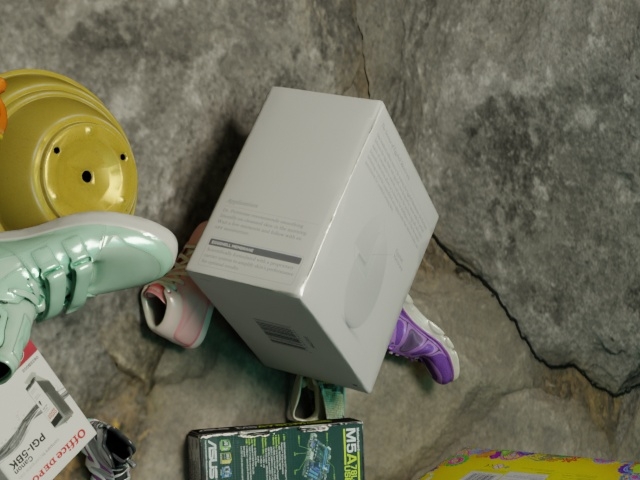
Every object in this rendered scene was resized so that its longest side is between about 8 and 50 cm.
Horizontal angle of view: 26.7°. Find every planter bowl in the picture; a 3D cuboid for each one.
[{"bbox_3d":[-0.237,-0.057,1.246,0.217,0.090,0.217,3,85,-42],"label":"planter bowl"}]

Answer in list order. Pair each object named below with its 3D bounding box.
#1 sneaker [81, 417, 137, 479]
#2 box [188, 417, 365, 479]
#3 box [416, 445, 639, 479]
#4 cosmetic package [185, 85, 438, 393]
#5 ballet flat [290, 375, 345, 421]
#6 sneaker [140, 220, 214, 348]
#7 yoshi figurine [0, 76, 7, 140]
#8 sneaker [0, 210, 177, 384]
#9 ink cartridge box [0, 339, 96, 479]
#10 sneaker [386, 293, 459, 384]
[{"bbox_3d":[-0.193,0.216,1.286,0.038,0.069,0.098,-40,114,-36],"label":"sneaker"},{"bbox_3d":[-0.042,0.285,1.402,0.184,0.045,0.190,-2,89,-24],"label":"box"},{"bbox_3d":[0.258,0.406,1.544,0.177,0.290,0.279,-25,104,-41],"label":"box"},{"bbox_3d":[0.000,0.000,1.385,0.224,0.138,0.224,-65,150,-22],"label":"cosmetic package"},{"bbox_3d":[-0.001,0.204,1.480,0.070,0.070,0.188,-5,90,-43],"label":"ballet flat"},{"bbox_3d":[-0.138,0.038,1.358,0.070,0.051,0.134,23,76,-45],"label":"sneaker"},{"bbox_3d":[-0.342,-0.264,1.096,0.203,0.203,0.362,3,83,-36],"label":"yoshi figurine"},{"bbox_3d":[-0.238,0.061,1.155,0.256,0.094,0.151,-6,49,-17],"label":"sneaker"},{"bbox_3d":[-0.281,0.156,1.217,0.099,0.056,0.135,-48,118,-34],"label":"ink cartridge box"},{"bbox_3d":[0.094,0.114,1.575,0.170,0.068,0.071,46,74,-21],"label":"sneaker"}]
